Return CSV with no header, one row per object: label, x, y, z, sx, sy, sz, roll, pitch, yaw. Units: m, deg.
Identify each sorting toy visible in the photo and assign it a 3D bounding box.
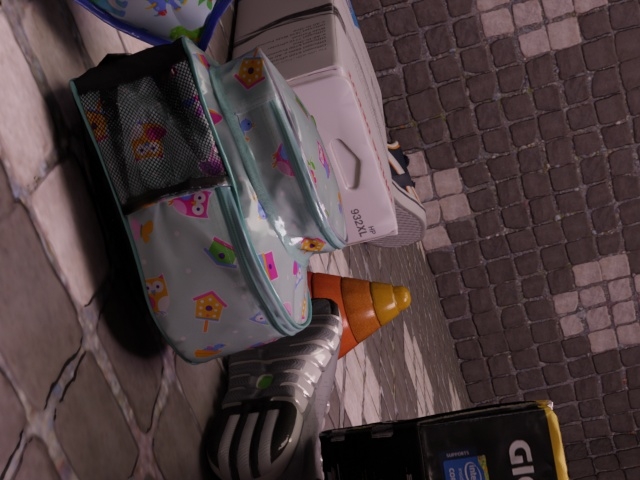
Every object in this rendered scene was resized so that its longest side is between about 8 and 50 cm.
sorting toy,0.000,0.000,0.921,0.366,0.126,0.127,64,15,-48

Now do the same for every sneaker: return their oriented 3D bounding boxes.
sneaker,-0.024,0.149,0.739,0.229,0.086,0.132,-64,143,-60
sneaker,0.100,-0.091,1.571,0.321,0.126,0.128,50,32,-63

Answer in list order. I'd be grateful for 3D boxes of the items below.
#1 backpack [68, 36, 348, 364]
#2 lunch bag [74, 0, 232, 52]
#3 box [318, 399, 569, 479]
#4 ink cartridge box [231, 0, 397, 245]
backpack,-0.060,-0.021,0.597,0.166,0.144,0.189,32,46,-83
lunch bag,-0.126,-0.204,0.581,0.151,0.096,0.129,16,43,-26
box,0.076,0.260,0.530,0.257,0.079,0.322,124,-41,-74
ink cartridge box,-0.006,-0.166,1.106,0.308,0.128,0.223,-92,163,-52
